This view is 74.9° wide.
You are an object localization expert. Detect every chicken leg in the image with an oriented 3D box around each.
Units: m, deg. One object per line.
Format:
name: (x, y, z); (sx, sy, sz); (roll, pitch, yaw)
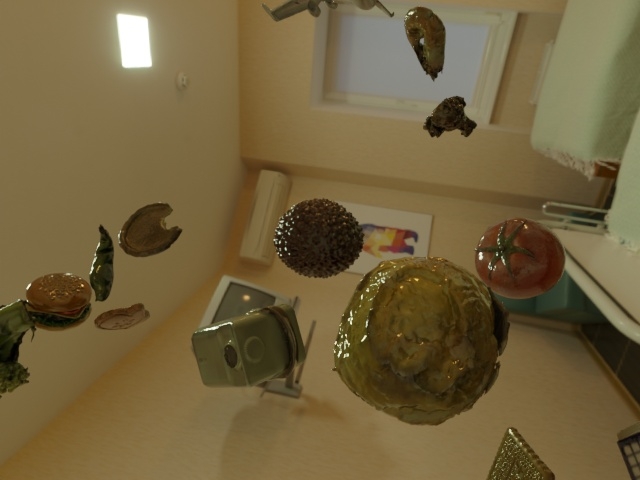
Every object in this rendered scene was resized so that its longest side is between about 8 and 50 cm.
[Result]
chicken leg: (0.394, -0.364, 1.241); (0.196, 0.080, 0.125); (-13, -43, -32)

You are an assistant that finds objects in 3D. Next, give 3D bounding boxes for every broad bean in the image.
broad bean: (-0.526, 0.060, 1.011); (0.061, 0.046, 0.195); (91, 171, -69)

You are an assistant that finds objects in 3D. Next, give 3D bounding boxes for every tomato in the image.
tomato: (0.644, 0.060, 1.349); (0.265, 0.265, 0.264); (9, -90, -81)

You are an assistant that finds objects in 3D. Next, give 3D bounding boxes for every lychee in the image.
lychee: (0.000, 0.000, 1.282); (0.267, 0.268, 0.267); (9, -90, -81)

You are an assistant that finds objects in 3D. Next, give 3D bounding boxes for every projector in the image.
projector: (-0.165, 0.248, 0.986); (0.177, 0.242, 0.163); (-11, -96, -46)

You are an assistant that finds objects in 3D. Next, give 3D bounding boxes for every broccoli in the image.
broccoli: (-0.748, 0.239, 0.870); (0.242, 0.273, 0.180); (56, -159, -1)

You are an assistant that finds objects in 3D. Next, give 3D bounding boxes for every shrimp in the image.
shrimp: (0.323, -0.590, 1.274); (0.061, 0.145, 0.267); (-54, -35, -5)

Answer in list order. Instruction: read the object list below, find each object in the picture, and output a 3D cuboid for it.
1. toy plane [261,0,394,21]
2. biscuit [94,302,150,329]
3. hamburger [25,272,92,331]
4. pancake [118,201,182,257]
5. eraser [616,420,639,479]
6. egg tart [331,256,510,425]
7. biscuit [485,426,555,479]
toy plane: (0.027, -0.232, 0.342); (0.162, 0.065, 0.171); (-46, -15, 14)
biscuit: (-0.489, 0.194, 1.050); (0.140, 0.118, 0.023); (20, -140, -62)
hamburger: (-0.675, 0.158, 1.085); (0.162, 0.162, 0.115); (-63, -3, -64)
pancake: (-0.693, -0.049, 1.714); (0.033, 0.286, 0.288); (71, -154, -49)
eraser: (0.496, 0.370, 0.522); (0.124, 0.081, 0.279); (108, 171, -46)
egg tart: (0.129, 0.114, 0.557); (0.232, 0.252, 0.098); (56, 170, 29)
biscuit: (0.510, 0.647, 1.104); (0.172, 0.029, 0.254); (-122, 40, -66)
